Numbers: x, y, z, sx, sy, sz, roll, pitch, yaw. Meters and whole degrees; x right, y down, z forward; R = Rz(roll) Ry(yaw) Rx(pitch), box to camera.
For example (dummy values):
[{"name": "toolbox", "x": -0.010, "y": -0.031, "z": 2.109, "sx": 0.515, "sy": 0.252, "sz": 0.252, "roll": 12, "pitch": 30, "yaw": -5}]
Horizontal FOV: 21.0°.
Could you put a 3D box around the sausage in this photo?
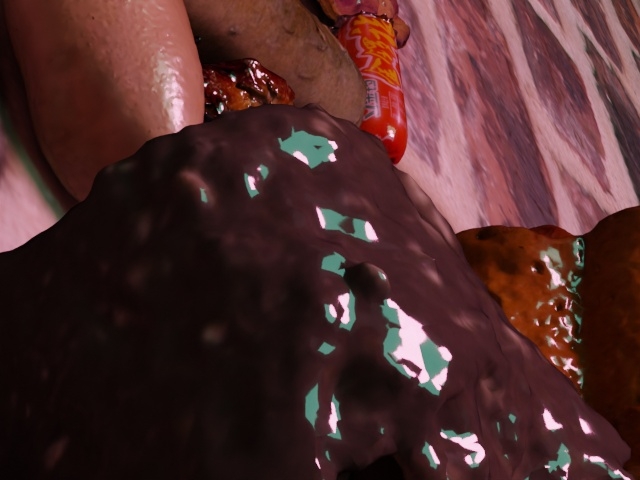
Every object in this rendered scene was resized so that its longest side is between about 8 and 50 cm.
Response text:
[{"name": "sausage", "x": 0.031, "y": -0.090, "z": 1.105, "sx": 0.050, "sy": 0.048, "sz": 0.145, "roll": 41, "pitch": 29, "yaw": -31}]

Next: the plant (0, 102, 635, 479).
[{"name": "plant", "x": -0.008, "y": 0.081, "z": 0.558, "sx": 0.234, "sy": 0.178, "sz": 0.204, "roll": 61, "pitch": 17, "yaw": 20}]

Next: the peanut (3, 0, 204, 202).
[{"name": "peanut", "x": -0.090, "y": -0.076, "z": 0.733, "sx": 0.076, "sy": 0.076, "sz": 0.152, "roll": 27, "pitch": 41, "yaw": -57}]

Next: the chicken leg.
[{"name": "chicken leg", "x": 0.000, "y": 0.000, "z": 0.889, "sx": 0.253, "sy": 0.051, "sz": 0.106, "roll": 54, "pitch": 26, "yaw": -20}]

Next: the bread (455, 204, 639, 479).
[{"name": "bread", "x": 0.117, "y": 0.088, "z": 0.794, "sx": 0.232, "sy": 0.246, "sz": 0.135, "roll": 37, "pitch": 40, "yaw": -26}]

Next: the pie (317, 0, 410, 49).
[{"name": "pie", "x": 0.022, "y": -0.171, "z": 1.209, "sx": 0.092, "sy": 0.034, "sz": 0.170, "roll": 60, "pitch": 18, "yaw": 12}]

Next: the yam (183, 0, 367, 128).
[{"name": "yam", "x": -0.091, "y": -0.152, "z": 0.845, "sx": 0.371, "sy": 0.083, "sz": 0.083, "roll": 37, "pitch": 29, "yaw": -50}]
